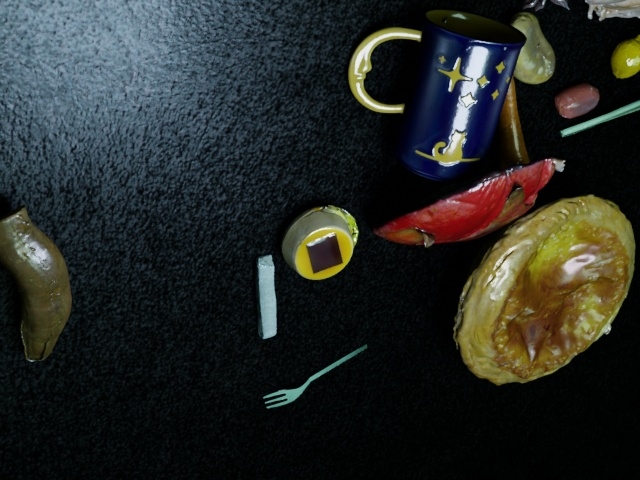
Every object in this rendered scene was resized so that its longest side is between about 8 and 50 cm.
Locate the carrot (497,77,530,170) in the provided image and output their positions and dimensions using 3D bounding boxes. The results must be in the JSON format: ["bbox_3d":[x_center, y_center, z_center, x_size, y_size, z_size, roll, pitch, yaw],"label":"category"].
[{"bbox_3d":[0.354,-0.203,1.913,0.061,0.061,0.257,-29,125,-17],"label":"carrot"}]

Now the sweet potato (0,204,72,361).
[{"bbox_3d":[-0.431,0.067,1.528,0.112,0.085,0.286,4,133,1],"label":"sweet potato"}]

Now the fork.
[{"bbox_3d":[-0.003,0.262,1.977,0.235,0.021,0.039,-27,133,-18],"label":"fork"}]

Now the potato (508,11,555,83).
[{"bbox_3d":[0.367,-0.341,1.820,0.091,0.070,0.138,-47,121,-25],"label":"potato"}]

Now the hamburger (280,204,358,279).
[{"bbox_3d":[0.000,0.000,1.776,0.141,0.081,0.126,-34,130,3],"label":"hamburger"}]

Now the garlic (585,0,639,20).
[{"bbox_3d":[0.568,-0.479,1.841,0.229,0.178,0.143,-4,89,-53],"label":"garlic"}]

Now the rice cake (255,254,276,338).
[{"bbox_3d":[-0.096,0.101,1.807,0.033,0.029,0.171,-14,123,-20],"label":"rice cake"}]

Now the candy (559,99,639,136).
[{"bbox_3d":[0.626,-0.269,2.057,0.335,0.092,0.093,-21,164,-14],"label":"candy"}]

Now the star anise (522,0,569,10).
[{"bbox_3d":[0.403,-0.446,1.790,0.124,0.056,0.129,-43,131,11],"label":"star anise"}]

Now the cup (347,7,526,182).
[{"bbox_3d":[0.187,-0.255,1.727,0.178,0.255,0.256,-44,152,-60],"label":"cup"}]

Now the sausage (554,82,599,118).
[{"bbox_3d":[0.495,-0.269,1.968,0.094,0.054,0.059,-22,127,-22],"label":"sausage"}]

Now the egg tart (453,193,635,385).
[{"bbox_3d":[0.434,0.090,2.067,0.443,0.178,0.443,-17,128,-24],"label":"egg tart"}]

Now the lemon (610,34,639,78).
[{"bbox_3d":[0.599,-0.356,1.981,0.065,0.065,0.092,18,106,-40],"label":"lemon"}]

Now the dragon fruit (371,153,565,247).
[{"bbox_3d":[0.263,-0.057,1.773,0.343,0.100,0.282,-21,174,-2],"label":"dragon fruit"}]
